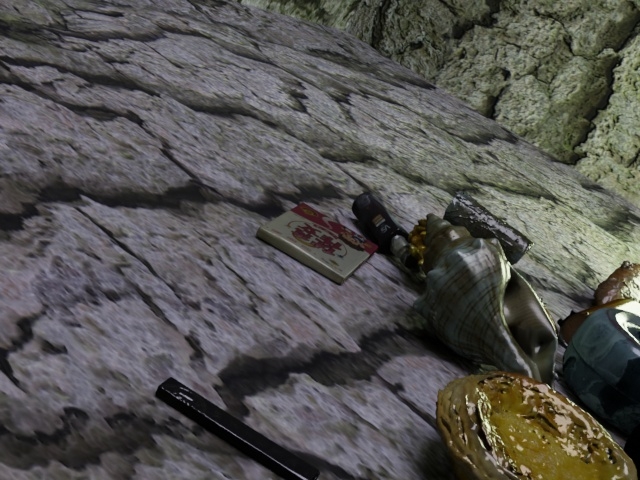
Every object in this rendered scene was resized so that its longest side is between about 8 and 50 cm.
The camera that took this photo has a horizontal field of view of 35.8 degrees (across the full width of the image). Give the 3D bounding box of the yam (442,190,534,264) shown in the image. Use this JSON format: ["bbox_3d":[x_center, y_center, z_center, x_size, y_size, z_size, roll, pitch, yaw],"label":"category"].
[{"bbox_3d":[0.335,-0.008,2.015,0.183,0.107,0.107,35,21,18],"label":"yam"}]

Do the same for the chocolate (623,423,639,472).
[{"bbox_3d":[0.518,0.318,1.421,0.133,0.127,0.124,27,55,-20],"label":"chocolate"}]

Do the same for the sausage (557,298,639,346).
[{"bbox_3d":[0.553,0.155,1.918,0.082,0.082,0.371,36,20,26],"label":"sausage"}]

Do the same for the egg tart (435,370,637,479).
[{"bbox_3d":[0.247,0.265,1.188,0.291,0.107,0.291,24,24,-11],"label":"egg tart"}]

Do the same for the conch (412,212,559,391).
[{"bbox_3d":[0.253,0.120,1.524,0.203,0.169,0.386,-13,74,-29],"label":"conch"}]

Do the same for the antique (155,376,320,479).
[{"bbox_3d":[-0.088,0.202,1.042,0.192,0.015,0.031,30,19,10],"label":"antique"}]

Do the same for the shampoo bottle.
[{"bbox_3d":[0.124,-0.014,1.826,0.063,0.057,0.207,33,14,-38],"label":"shampoo bottle"}]

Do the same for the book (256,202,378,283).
[{"bbox_3d":[0.000,0.000,1.680,0.162,0.022,0.232,29,18,9],"label":"book"}]

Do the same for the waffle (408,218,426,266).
[{"bbox_3d":[0.235,0.037,1.745,0.193,0.070,0.197,47,16,4],"label":"waffle"}]

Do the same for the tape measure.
[{"bbox_3d":[0.531,0.216,1.618,0.256,0.147,0.275,31,18,16],"label":"tape measure"}]

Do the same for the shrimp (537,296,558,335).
[{"bbox_3d":[0.368,0.134,1.802,0.124,0.034,0.178,19,24,-3],"label":"shrimp"}]

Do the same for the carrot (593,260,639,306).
[{"bbox_3d":[0.643,0.115,2.143,0.102,0.102,0.263,35,27,23],"label":"carrot"}]
